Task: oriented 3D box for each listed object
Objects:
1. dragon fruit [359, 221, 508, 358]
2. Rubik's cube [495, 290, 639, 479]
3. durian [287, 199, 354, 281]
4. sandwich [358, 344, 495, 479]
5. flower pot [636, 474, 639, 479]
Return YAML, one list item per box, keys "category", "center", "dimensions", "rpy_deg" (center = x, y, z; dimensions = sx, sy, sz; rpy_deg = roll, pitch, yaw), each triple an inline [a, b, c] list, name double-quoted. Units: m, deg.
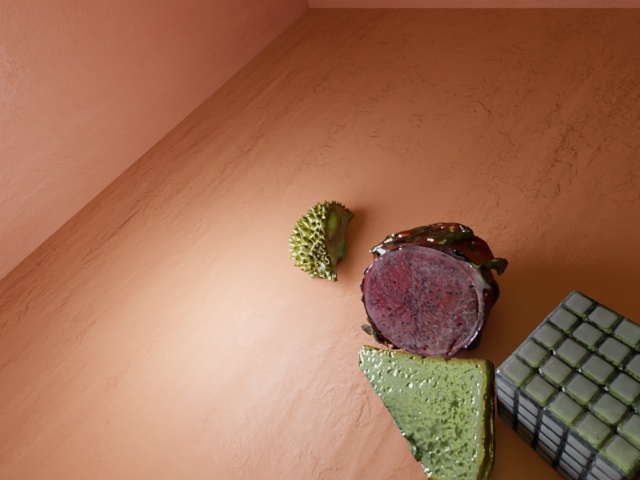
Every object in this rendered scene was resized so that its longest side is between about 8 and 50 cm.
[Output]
- category: "dragon fruit"
  center: [0.279, 0.100, 1.065]
  dimensions: [0.314, 0.296, 0.263]
  rpy_deg: [2, 17, 28]
- category: "Rubik's cube"
  center: [0.476, 0.277, 0.811]
  dimensions: [0.237, 0.237, 0.238]
  rpy_deg: [-39, 46, -12]
- category: "durian"
  center: [0.000, 0.000, 1.344]
  dimensions: [0.172, 0.166, 0.306]
  rpy_deg: [-37, 31, 32]
- category: "sandwich"
  center: [0.200, 0.348, 0.919]
  dimensions: [0.288, 0.099, 0.254]
  rpy_deg: [3, 69, 27]
- category: "flower pot"
  center: [0.587, 0.423, 0.635]
  dimensions: [0.265, 0.265, 0.243]
  rpy_deg: [-32, 38, -7]
